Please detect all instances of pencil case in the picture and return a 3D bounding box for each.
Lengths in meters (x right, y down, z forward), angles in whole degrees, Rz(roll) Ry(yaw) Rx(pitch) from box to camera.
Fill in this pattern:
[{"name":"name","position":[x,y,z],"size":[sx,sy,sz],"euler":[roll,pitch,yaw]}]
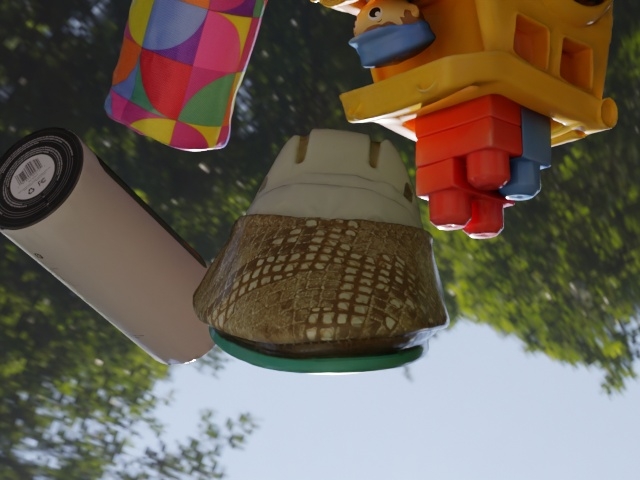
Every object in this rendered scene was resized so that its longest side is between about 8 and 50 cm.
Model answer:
[{"name":"pencil case","position":[-0.083,-0.179,1.135],"size":[0.104,0.104,0.236],"euler":[26,-72,23]}]

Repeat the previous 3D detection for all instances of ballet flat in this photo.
[{"name":"ballet flat","position":[0.000,0.000,0.474],"size":[0.073,0.206,0.067],"euler":[4,-90,-3]}]

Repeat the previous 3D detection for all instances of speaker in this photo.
[{"name":"speaker","position":[-0.096,0.006,0.744],"size":[0.055,0.136,0.055],"euler":[-16,-128,22]}]

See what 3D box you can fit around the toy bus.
[{"name":"toy bus","position":[0.074,-0.116,0.939],"size":[0.149,0.220,0.211],"euler":[-13,-113,44]}]
